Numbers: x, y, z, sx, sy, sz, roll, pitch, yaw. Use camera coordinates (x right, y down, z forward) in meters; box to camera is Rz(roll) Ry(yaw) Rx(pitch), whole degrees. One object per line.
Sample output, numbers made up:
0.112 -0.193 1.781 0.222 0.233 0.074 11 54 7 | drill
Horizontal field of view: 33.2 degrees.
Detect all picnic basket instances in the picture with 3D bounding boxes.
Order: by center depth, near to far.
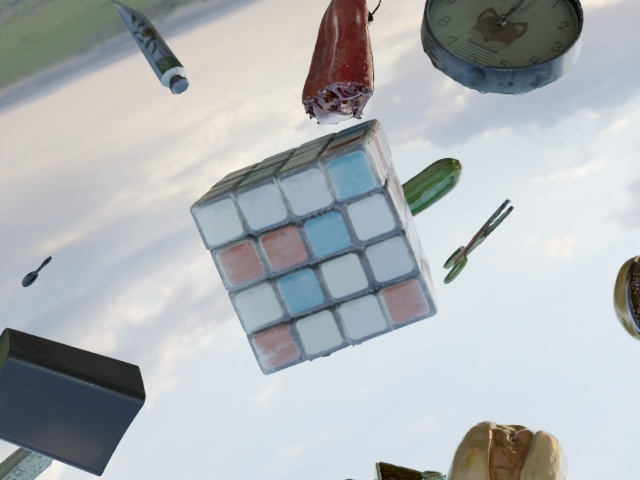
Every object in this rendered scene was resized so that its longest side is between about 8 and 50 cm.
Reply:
0.082 -0.455 2.106 0.083 0.072 0.072 -48 179 30 | picnic basket

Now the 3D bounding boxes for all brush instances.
-0.565 0.062 2.141 0.083 0.024 0.008 -46 -141 2 | brush

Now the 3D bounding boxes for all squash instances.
0.179 -0.084 2.049 0.219 0.068 0.077 -34 172 9 | squash

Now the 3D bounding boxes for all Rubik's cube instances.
0.000 0.001 1.483 0.259 0.253 0.256 -19 -170 8 | Rubik's cube

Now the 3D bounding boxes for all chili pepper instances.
0.036 -0.332 1.814 0.136 0.252 0.144 -3 163 24 | chili pepper

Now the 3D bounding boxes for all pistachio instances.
0.326 0.460 1.897 0.230 0.230 0.308 -16 -140 31 | pistachio

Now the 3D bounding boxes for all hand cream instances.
-0.352 -0.409 2.235 0.058 0.271 0.091 -48 149 23 | hand cream

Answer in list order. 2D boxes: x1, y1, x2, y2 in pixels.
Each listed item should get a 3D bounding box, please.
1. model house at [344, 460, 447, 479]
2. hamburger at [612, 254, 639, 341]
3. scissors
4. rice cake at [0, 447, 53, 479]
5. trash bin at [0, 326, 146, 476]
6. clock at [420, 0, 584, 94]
0.090 0.612 2.294 0.340 0.300 0.324 -4 -169 -32 | model house
0.534 0.091 1.679 0.137 0.175 0.175 -15 -165 41 | hamburger
0.289 -0.001 1.977 0.187 0.020 0.133 -49 -173 15 | scissors
-0.609 0.466 2.089 0.206 0.063 0.069 -41 -156 -30 | rice cake
-0.414 0.249 1.676 0.165 0.226 0.115 -58 -152 14 | trash bin
0.359 -0.428 2.127 0.325 0.325 0.067 -27 148 -15 | clock
